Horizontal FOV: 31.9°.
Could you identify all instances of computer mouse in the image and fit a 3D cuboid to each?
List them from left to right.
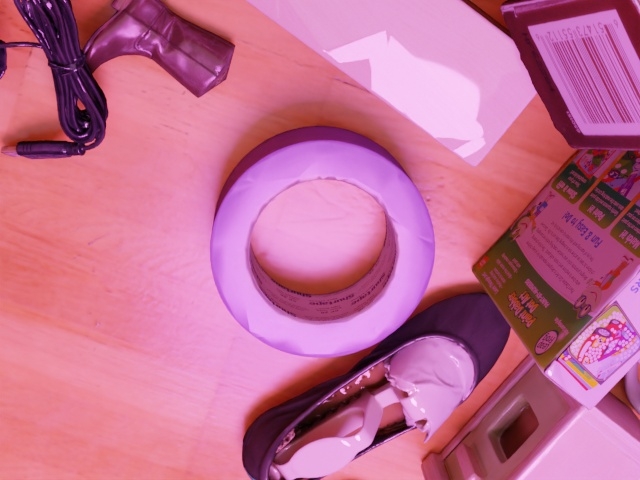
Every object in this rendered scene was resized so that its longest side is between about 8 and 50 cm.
[{"bbox_3d":[-0.296,-0.143,0.917,0.262,0.060,0.184,-2,135,15],"label":"computer mouse"}]

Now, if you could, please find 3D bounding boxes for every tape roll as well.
[{"bbox_3d":[0.000,0.000,0.965,0.188,0.080,0.189,-1,105,-2],"label":"tape roll"}]

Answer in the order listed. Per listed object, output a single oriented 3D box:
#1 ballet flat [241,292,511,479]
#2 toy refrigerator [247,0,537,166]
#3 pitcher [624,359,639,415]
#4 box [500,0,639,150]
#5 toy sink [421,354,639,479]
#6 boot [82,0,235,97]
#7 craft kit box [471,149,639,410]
[{"bbox_3d":[0.057,0.150,0.999,0.280,0.096,0.095,-34,108,5],"label":"ballet flat"},{"bbox_3d":[0.048,-0.186,0.914,0.269,0.094,0.102,34,107,-11],"label":"toy refrigerator"},{"bbox_3d":[0.310,0.083,0.972,0.177,0.125,0.207,-20,114,47],"label":"pitcher"},{"bbox_3d":[0.346,-0.220,0.823,0.381,0.191,0.143,-33,103,-12],"label":"box"},{"bbox_3d":[0.180,0.230,1.000,0.131,0.153,0.234,38,101,-12],"label":"toy sink"},{"bbox_3d":[-0.140,-0.147,0.943,0.114,0.037,0.106,33,103,-16],"label":"boot"},{"bbox_3d":[0.242,-0.016,0.888,0.061,0.250,0.247,41,99,-14],"label":"craft kit box"}]
